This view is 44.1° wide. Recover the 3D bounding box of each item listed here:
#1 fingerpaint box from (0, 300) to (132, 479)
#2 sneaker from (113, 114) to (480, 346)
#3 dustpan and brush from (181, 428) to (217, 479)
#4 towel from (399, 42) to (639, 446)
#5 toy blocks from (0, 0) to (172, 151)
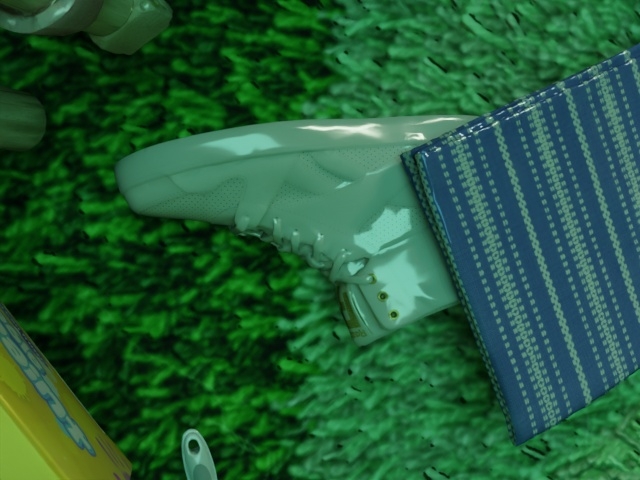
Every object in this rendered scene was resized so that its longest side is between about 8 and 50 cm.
[{"bbox_3d":[-0.385,0.083,0.419,0.371,0.163,0.444,-36,95,-9],"label":"fingerpaint box"},{"bbox_3d":[0.000,0.000,0.598,0.293,0.108,0.169,-5,87,-11],"label":"sneaker"},{"bbox_3d":[-0.074,0.240,0.602,0.147,0.060,0.211,-14,92,-10],"label":"dustpan and brush"},{"bbox_3d":[0.238,-0.022,0.639,0.336,0.040,0.243,-26,99,-22],"label":"towel"},{"bbox_3d":[-0.198,-0.237,0.404,0.309,0.260,0.288,-34,83,13],"label":"toy blocks"}]
